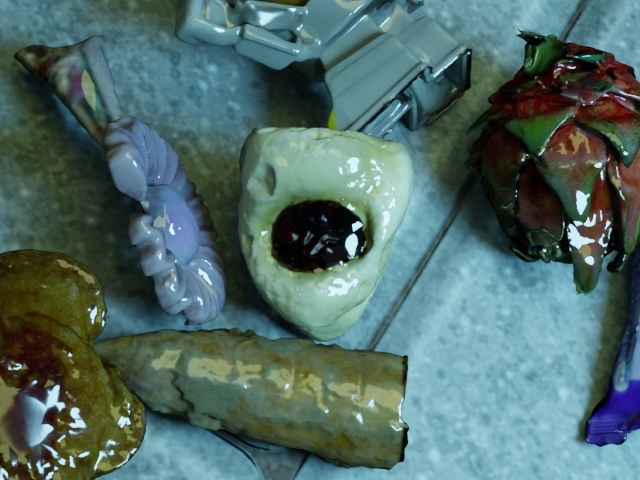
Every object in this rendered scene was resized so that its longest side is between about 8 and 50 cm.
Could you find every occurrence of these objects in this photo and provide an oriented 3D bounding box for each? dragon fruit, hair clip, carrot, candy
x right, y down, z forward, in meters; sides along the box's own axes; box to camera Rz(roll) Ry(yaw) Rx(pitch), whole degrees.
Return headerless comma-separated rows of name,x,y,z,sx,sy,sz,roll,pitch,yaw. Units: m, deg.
dragon fruit,0.210,-0.070,1.619,0.182,0.182,0.189,30,96,1
hair clip,-0.154,-0.063,1.525,0.069,0.173,0.300,-37,62,6
carrot,-0.056,0.112,1.477,0.263,0.102,0.102,11,59,-7
candy,0.312,0.057,1.616,0.145,0.070,0.275,-2,51,25

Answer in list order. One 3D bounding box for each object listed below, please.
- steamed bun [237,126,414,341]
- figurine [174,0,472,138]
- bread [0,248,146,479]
steamed bun,0.000,0.000,1.531,0.140,0.172,0.155,4,78,-2
figurine,-0.002,-0.215,1.651,0.308,0.143,0.308,37,26,-22
bread,-0.259,0.132,1.376,0.246,0.135,0.232,-13,66,-24
